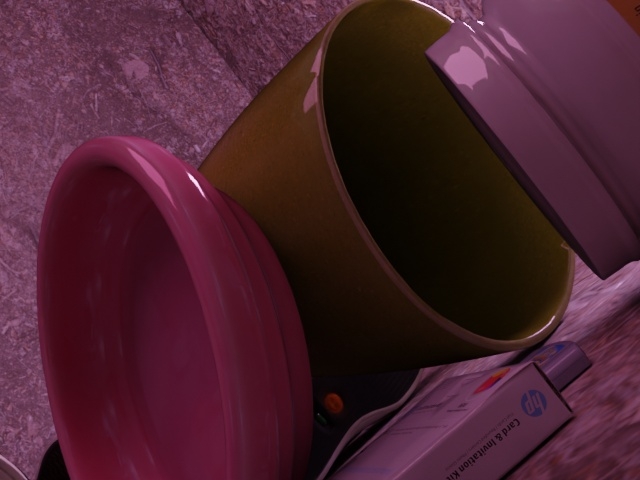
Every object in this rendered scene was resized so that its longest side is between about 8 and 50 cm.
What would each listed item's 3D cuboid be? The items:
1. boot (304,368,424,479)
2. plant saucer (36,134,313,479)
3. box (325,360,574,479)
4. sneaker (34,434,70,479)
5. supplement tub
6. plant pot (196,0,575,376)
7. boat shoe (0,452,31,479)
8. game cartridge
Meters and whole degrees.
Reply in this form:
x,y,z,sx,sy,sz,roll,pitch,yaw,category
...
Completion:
x,y,z,sx,sy,sz,roll,pitch,yaw,category
-0.015,0.165,1.015,0.244,0.088,0.176,-41,-1,-38,boot
-0.105,0.090,0.781,0.084,0.332,0.332,-8,-19,-33,plant saucer
0.031,0.139,0.591,0.186,0.038,0.145,-38,-1,-16,box
-0.215,0.225,1.107,0.290,0.106,0.123,-41,-1,42,sneaker
0.248,-0.144,0.708,0.316,0.228,0.228,-38,-2,7,supplement tub
0.000,0.000,0.879,0.293,0.274,0.275,-29,4,39,plant pot
-0.367,0.316,1.245,0.127,0.113,0.340,-30,-42,-13,boat shoe
0.127,0.081,0.656,0.056,0.017,0.083,-34,-3,-11,game cartridge
